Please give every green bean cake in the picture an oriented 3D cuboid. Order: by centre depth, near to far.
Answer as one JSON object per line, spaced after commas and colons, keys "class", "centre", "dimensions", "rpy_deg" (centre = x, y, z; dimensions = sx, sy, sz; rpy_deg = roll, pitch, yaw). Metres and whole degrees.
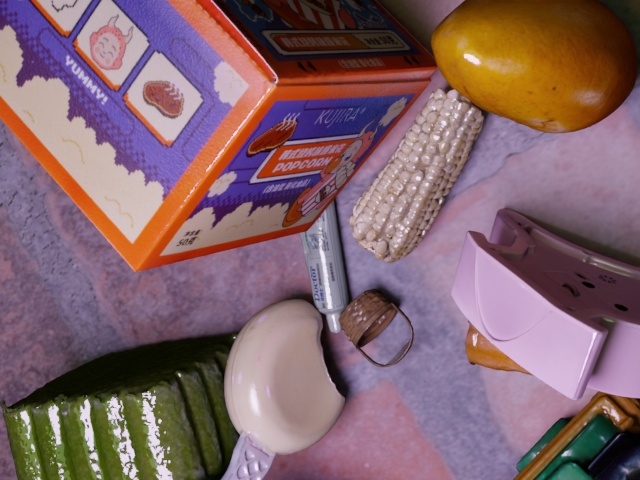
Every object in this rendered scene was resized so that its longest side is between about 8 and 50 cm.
{"class": "green bean cake", "centre": [-0.210, 0.216, 1.517], "dimensions": [0.246, 0.250, 0.156], "rpy_deg": [-11, 96, 25]}

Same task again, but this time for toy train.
{"class": "toy train", "centre": [0.236, 0.323, 1.318], "dimensions": [0.178, 0.249, 0.429], "rpy_deg": [44, 89, 12]}

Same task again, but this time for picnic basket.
{"class": "picnic basket", "centre": [0.068, 0.103, 1.474], "dimensions": [0.083, 0.072, 0.072], "rpy_deg": [46, 115, 20]}

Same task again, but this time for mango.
{"class": "mango", "centre": [0.206, -0.181, 1.251], "dimensions": [0.187, 0.257, 0.138], "rpy_deg": [35, 112, 13]}

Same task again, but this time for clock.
{"class": "clock", "centre": [0.272, 0.059, 1.326], "dimensions": [0.290, 0.275, 0.080], "rpy_deg": [42, 123, 51]}

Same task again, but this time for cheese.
{"class": "cheese", "centre": [-0.067, 0.185, 1.450], "dimensions": [0.070, 0.249, 0.163], "rpy_deg": [-12, 114, 46]}

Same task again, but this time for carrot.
{"class": "carrot", "centre": [0.259, 0.118, 1.379], "dimensions": [0.205, 0.072, 0.072], "rpy_deg": [10, 105, 31]}

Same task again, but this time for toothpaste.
{"class": "toothpaste", "centre": [0.000, 0.000, 1.502], "dimensions": [0.064, 0.041, 0.218], "rpy_deg": [-8, 94, 30]}

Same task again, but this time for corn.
{"class": "corn", "centre": [0.108, -0.074, 1.419], "dimensions": [0.087, 0.087, 0.211], "rpy_deg": [36, 106, 13]}

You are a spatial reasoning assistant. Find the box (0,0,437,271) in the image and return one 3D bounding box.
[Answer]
{"class": "box", "centre": [-0.122, -0.184, 1.327], "dimensions": [0.318, 0.348, 0.257], "rpy_deg": [46, 115, 17]}
